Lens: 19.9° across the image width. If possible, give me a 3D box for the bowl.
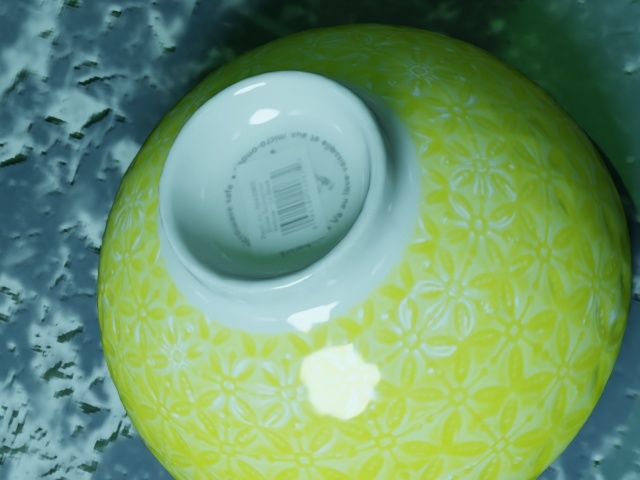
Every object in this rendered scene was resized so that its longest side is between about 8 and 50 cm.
[{"bbox_3d":[0.000,0.000,0.918,0.289,0.156,0.289,-8,66,18],"label":"bowl"}]
